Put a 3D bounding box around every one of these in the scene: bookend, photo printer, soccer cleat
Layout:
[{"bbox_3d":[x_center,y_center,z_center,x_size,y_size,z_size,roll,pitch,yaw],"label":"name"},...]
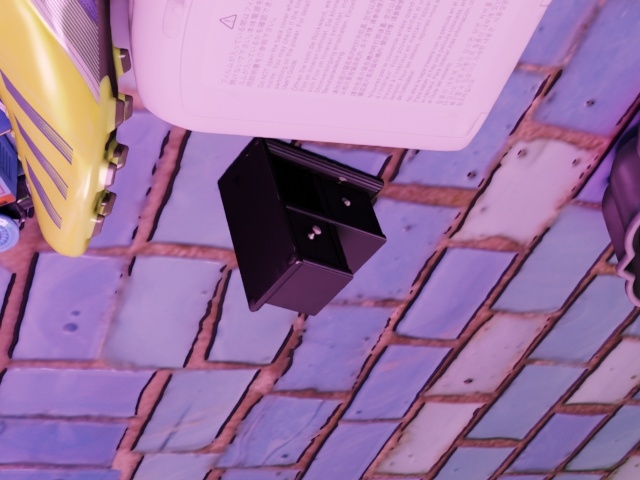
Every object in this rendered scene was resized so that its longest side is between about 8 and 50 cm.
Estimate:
[{"bbox_3d":[0.000,0.000,1.002,0.156,0.157,0.072,19,129,-35],"label":"bookend"},{"bbox_3d":[0.012,-0.189,0.824,0.307,0.107,0.256,2,137,-22],"label":"photo printer"},{"bbox_3d":[-0.196,-0.124,0.760,0.121,0.093,0.289,2,118,-4],"label":"soccer cleat"}]

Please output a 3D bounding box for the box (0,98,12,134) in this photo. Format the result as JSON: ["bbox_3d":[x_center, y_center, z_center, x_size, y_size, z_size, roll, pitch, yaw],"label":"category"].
[{"bbox_3d":[-0.304,-0.092,0.822,0.168,0.059,0.054,-22,141,16],"label":"box"}]

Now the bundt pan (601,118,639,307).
[{"bbox_3d":[0.438,-0.067,1.118,0.330,0.124,0.331,-11,141,-9],"label":"bundt pan"}]

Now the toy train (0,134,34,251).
[{"bbox_3d":[-0.330,-0.031,0.907,0.184,0.080,0.105,-18,132,4],"label":"toy train"}]
